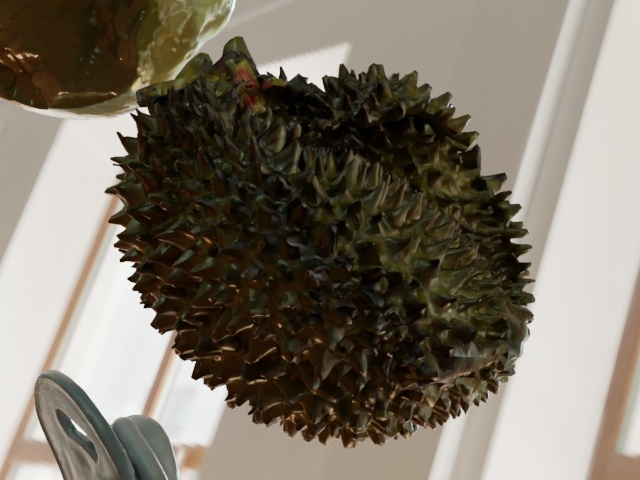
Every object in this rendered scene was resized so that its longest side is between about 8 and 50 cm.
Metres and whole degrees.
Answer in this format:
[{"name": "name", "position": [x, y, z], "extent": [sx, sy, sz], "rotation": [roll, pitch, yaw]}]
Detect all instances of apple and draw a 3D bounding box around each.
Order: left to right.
[{"name": "apple", "position": [-0.208, -0.232, 1.224], "extent": [0.279, 0.279, 0.279], "rotation": [16, -22, 7]}]

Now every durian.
[{"name": "durian", "position": [-0.003, 0.010, 0.974], "extent": [0.293, 0.258, 0.258], "rotation": [37, -28, -24]}]

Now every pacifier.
[{"name": "pacifier", "position": [-0.211, 0.262, 1.249], "extent": [0.238, 0.226, 0.287], "rotation": [36, -35, 50]}]
